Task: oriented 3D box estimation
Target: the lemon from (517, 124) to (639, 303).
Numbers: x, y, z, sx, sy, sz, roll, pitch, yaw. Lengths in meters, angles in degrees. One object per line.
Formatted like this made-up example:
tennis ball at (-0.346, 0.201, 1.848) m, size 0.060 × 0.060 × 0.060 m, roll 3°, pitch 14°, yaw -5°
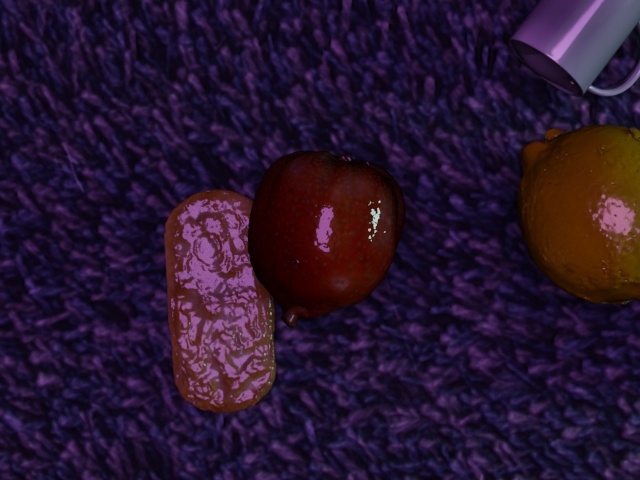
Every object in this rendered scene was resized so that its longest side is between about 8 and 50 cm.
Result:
lemon at (0.286, -0.030, 1.125) m, size 0.173 × 0.173 × 0.206 m, roll -42°, pitch 83°, yaw 2°

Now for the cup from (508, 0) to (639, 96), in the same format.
cup at (0.283, -0.224, 1.179) m, size 0.099 × 0.136 × 0.133 m, roll 37°, pitch 91°, yaw 38°

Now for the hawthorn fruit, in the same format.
hawthorn fruit at (0.000, 0.000, 1.156) m, size 0.169 × 0.169 × 0.188 m, roll 19°, pitch 94°, yaw 4°

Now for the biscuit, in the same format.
biscuit at (-0.110, 0.067, 1.222) m, size 0.118 × 0.029 × 0.247 m, roll -4°, pitch 88°, yaw 4°
